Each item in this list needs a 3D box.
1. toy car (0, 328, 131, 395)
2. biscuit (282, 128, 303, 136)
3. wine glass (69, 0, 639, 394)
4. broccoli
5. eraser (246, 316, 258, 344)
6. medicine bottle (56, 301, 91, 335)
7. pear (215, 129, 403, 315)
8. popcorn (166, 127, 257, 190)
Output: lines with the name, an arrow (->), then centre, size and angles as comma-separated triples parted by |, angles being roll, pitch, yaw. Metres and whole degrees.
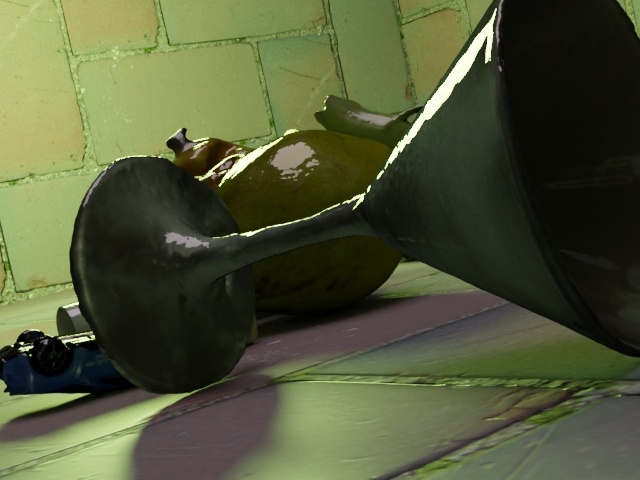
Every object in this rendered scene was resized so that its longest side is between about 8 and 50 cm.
toy car -> -0.192, 0.105, 1.027 | 0.216, 0.063, 0.103 | -7, 1, -24
biscuit -> -0.080, -0.021, 1.709 | 0.306, 0.284, 0.043 | -37, -43, 22
wine glass -> 0.025, -0.018, 0.801 | 0.406, 0.267, 0.267 | -14, 1, 35
broccoli -> 0.167, -0.098, 1.718 | 0.302, 0.254, 0.186 | 14, 27, 32
eraser -> -0.154, 0.062, 1.159 | 0.172, 0.117, 0.058 | -11, 3, 34
medicine bottle -> -0.227, 0.091, 1.263 | 0.130, 0.080, 0.080 | -13, 3, -31
pear -> -0.015, -0.019, 1.254 | 0.269, 0.212, 0.212 | -31, 11, -24
popcorn -> -0.123, -0.026, 1.489 | 0.297, 0.281, 0.316 | -33, -1, -26
